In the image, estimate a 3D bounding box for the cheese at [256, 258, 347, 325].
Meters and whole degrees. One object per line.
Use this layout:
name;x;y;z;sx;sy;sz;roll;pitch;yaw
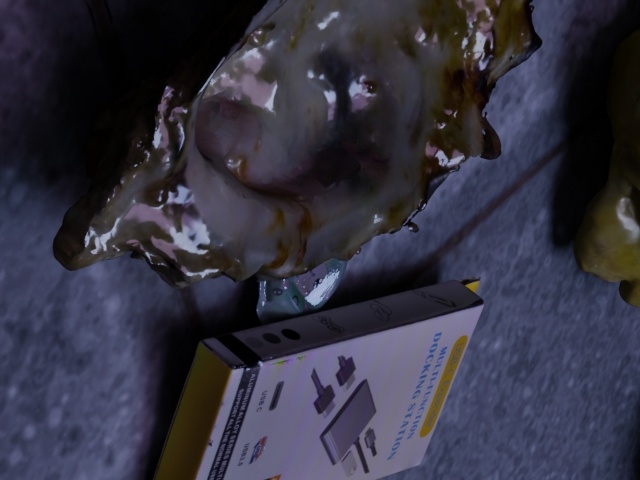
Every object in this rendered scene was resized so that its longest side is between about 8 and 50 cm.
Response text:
cheese;0.000;0.000;1.048;0.121;0.026;0.067;-54;141;-15

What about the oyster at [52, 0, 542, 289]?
oyster;0.000;-0.074;0.955;0.361;0.096;0.221;-45;137;-26

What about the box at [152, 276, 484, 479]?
box;0.008;0.095;1.084;0.247;0.033;0.129;-12;129;-46

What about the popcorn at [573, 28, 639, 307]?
popcorn;0.278;-0.055;1.219;0.191;0.190;0.253;-24;130;-32
